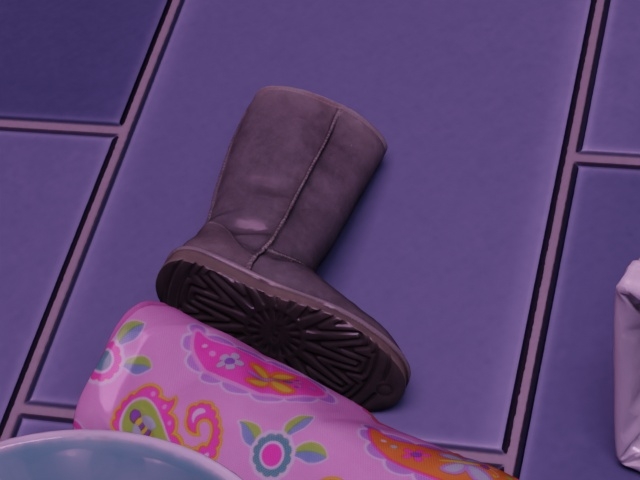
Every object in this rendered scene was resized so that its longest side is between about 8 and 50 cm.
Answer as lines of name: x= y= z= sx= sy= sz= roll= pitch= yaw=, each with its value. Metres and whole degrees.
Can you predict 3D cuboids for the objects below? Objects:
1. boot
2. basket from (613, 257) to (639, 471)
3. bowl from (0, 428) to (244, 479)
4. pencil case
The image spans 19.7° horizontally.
boot: x=0.002 y=-0.001 z=1.229 sx=0.190 sy=0.076 sz=0.208 roll=32 pitch=37 yaw=0
basket: x=0.242 y=0.066 z=1.060 sx=0.113 sy=0.167 sz=0.103 roll=23 pitch=53 yaw=27
bowl: x=-0.133 y=0.273 z=0.969 sx=0.311 sy=0.163 sz=0.311 roll=-6 pitch=49 yaw=7
pencil case: x=-0.017 y=0.139 z=1.086 sx=0.284 sy=0.124 sz=0.124 roll=23 pitch=59 yaw=28
